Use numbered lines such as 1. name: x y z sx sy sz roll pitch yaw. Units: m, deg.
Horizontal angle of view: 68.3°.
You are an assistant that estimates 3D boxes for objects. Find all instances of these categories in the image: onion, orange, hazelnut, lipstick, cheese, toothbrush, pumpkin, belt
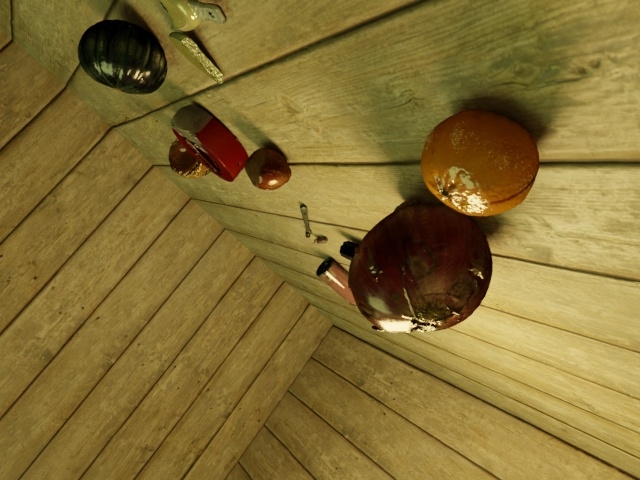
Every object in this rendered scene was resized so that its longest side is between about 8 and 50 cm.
1. onion: 0.234 0.073 1.128 0.353 0.353 0.353 34 165 10
2. orange: 0.262 -0.126 0.795 0.193 0.161 0.193 31 168 7
3. hazelnut: -0.168 -0.235 1.542 0.154 0.143 0.143 31 166 50
4. lipstick: 0.239 0.090 1.684 0.418 0.077 0.077 22 159 41
5. cheese: -0.293 -0.522 1.072 0.235 0.050 0.127 29 162 33
6. toothbrush: -0.060 -0.078 1.952 0.030 0.030 0.297 8 159 6
7. pumpkin: -0.574 -0.539 1.389 0.250 0.216 0.250 3 165 1
8. belt: -0.399 -0.353 1.725 0.227 0.115 0.324 22 161 38

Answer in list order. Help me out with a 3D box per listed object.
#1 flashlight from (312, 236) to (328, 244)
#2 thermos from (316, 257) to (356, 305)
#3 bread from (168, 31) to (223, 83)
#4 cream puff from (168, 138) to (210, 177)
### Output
1. flashlight: 0.000 0.000 2.048 0.110 0.052 0.031 -12 94 63
2. thermos: 0.126 0.225 2.294 0.330 0.109 0.136 42 164 -20
3. bread: -0.338 -0.498 1.251 0.112 0.036 0.193 37 179 24
4. cream puff: -0.530 -0.347 2.008 0.183 0.183 0.169 33 -170 16
